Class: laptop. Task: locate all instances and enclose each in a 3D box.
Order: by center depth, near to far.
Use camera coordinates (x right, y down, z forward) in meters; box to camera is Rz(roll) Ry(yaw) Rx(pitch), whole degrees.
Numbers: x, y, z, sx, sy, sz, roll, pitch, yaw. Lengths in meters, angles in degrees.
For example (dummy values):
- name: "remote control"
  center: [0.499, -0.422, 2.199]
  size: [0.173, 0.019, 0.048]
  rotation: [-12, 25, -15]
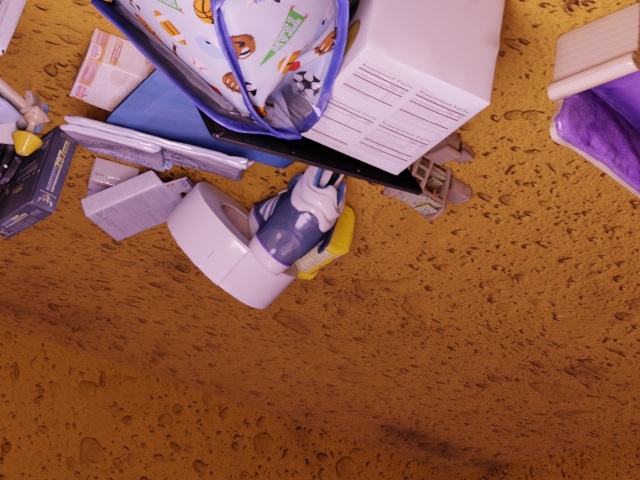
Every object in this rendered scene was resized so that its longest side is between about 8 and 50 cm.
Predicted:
- name: "laptop"
  center: [-0.108, -0.147, 1.721]
  size: [0.381, 0.408, 0.236]
  rotation: [12, 121, -32]

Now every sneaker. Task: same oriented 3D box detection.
- name: "sneaker"
  center: [-0.029, -0.070, 2.062]
  size: [0.130, 0.236, 0.323]
  rotation: [43, -168, -11]

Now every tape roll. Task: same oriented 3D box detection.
- name: "tape roll"
  center: [-0.180, 0.010, 2.120]
  size: [0.100, 0.286, 0.286]
  rotation: [-45, 133, 10]

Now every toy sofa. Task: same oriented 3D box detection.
- name: "toy sofa"
  center: [0.509, -0.174, 1.544]
  size: [0.362, 0.177, 0.150]
  rotation: [30, 150, -33]

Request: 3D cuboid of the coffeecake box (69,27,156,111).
- name: "coffeecake box"
  center: [-0.332, -0.279, 1.813]
  size: [0.185, 0.068, 0.142]
  rotation: [20, 153, -18]

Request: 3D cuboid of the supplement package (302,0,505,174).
- name: "supplement package"
  center: [0.108, -0.261, 1.504]
  size: [0.198, 0.199, 0.262]
  rotation: [21, 154, -18]

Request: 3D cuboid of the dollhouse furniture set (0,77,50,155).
- name: "dollhouse furniture set"
  center: [-0.583, -0.177, 1.428]
  size: [0.303, 0.198, 0.286]
  rotation: [4, 157, 22]

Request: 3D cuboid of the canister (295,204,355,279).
- name: "canister"
  center: [0.000, 0.000, 2.197]
  size: [0.073, 0.126, 0.170]
  rotation: [22, 151, -22]

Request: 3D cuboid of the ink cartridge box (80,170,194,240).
- name: "ink cartridge box"
  center: [-0.368, -0.081, 2.182]
  size: [0.223, 0.045, 0.223]
  rotation: [-21, 165, 0]

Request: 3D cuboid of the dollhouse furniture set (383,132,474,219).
- name: "dollhouse furniture set"
  center: [0.240, -0.102, 1.900]
  size: [0.182, 0.101, 0.161]
  rotation: [27, 151, -30]

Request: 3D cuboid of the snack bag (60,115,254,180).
- name: "snack bag"
  center: [-0.303, -0.162, 1.954]
  size: [0.342, 0.037, 0.323]
  rotation: [13, 176, -6]

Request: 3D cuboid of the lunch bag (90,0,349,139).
- name: "lunch bag"
  center: [-0.141, -0.322, 1.324]
  size: [0.328, 0.239, 0.385]
  rotation: [43, 168, 20]

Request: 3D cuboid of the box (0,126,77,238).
- name: "box"
  center: [-0.600, -0.117, 2.140]
  size: [0.059, 0.183, 0.232]
  rotation: [27, 152, -31]

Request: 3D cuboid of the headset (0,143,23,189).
- name: "headset"
  center: [-0.728, -0.200, 2.129]
  size: [0.243, 0.185, 0.394]
  rotation: [13, 140, -10]

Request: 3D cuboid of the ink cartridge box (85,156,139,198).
- name: "ink cartridge box"
  center: [-0.450, -0.117, 2.224]
  size: [0.099, 0.056, 0.135]
  rotation: [15, 155, -11]

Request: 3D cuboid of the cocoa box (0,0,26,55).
- name: "cocoa box"
  center: [-0.611, -0.413, 1.456]
  size: [0.228, 0.232, 0.347]
  rotation: [-12, 147, 43]
